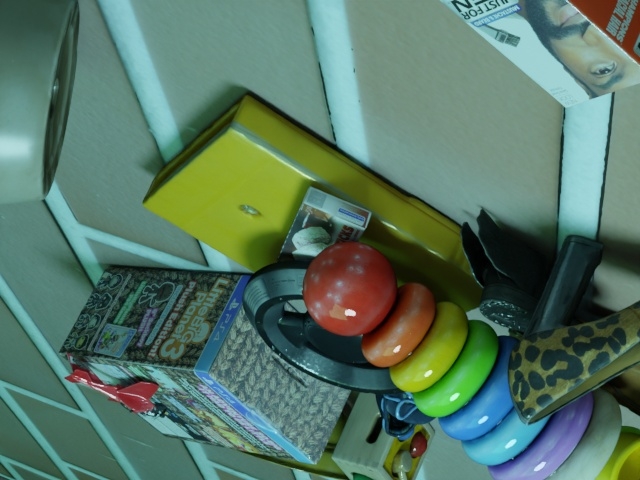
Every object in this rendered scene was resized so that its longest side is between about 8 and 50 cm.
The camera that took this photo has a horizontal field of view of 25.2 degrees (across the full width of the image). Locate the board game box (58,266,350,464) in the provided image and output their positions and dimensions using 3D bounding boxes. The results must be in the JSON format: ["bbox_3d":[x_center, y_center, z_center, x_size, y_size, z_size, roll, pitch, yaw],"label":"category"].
[{"bbox_3d":[-0.144,0.157,1.848,0.291,0.141,0.232,3,148,42],"label":"board game box"}]

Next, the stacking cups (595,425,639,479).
[{"bbox_3d":[0.265,0.225,1.501,0.096,0.096,0.316,33,171,-17],"label":"stacking cups"}]

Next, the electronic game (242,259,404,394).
[{"bbox_3d":[0.027,0.093,1.498,0.229,0.048,0.229,16,149,10],"label":"electronic game"}]

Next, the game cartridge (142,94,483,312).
[{"bbox_3d":[0.001,-0.010,1.482,0.324,0.052,0.285,30,156,-15],"label":"game cartridge"}]

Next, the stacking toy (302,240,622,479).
[{"bbox_3d":[0.125,0.113,1.367,0.330,0.141,0.141,39,154,-12],"label":"stacking toy"}]

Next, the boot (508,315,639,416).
[{"bbox_3d":[0.320,0.168,1.474,0.280,0.096,0.264,20,164,23],"label":"boot"}]

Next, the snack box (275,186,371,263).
[{"bbox_3d":[0.000,0.000,1.408,0.064,0.022,0.178,22,157,-2],"label":"snack box"}]

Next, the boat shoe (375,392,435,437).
[{"bbox_3d":[0.122,0.173,1.660,0.109,0.089,0.258,2,161,-1],"label":"boat shoe"}]

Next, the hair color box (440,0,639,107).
[{"bbox_3d":[0.150,-0.168,0.988,0.167,0.053,0.093,35,154,-23],"label":"hair color box"}]

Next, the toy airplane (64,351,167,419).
[{"bbox_3d":[-0.262,0.189,1.819,0.151,0.028,0.151,20,155,10],"label":"toy airplane"}]

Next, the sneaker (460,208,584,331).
[{"bbox_3d":[0.202,0.047,1.354,0.170,0.089,0.051,28,141,-22],"label":"sneaker"}]

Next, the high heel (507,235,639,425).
[{"bbox_3d":[0.300,0.108,1.242,0.261,0.186,0.093,14,153,24],"label":"high heel"}]

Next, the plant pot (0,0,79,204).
[{"bbox_3d":[-0.370,-0.153,1.287,0.280,0.323,0.323,9,157,-5],"label":"plant pot"}]

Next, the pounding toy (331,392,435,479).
[{"bbox_3d":[0.094,0.289,1.885,0.100,0.141,0.130,9,152,32],"label":"pounding toy"}]

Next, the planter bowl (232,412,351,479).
[{"bbox_3d":[-0.030,0.260,1.979,0.217,0.090,0.217,15,176,1],"label":"planter bowl"}]
